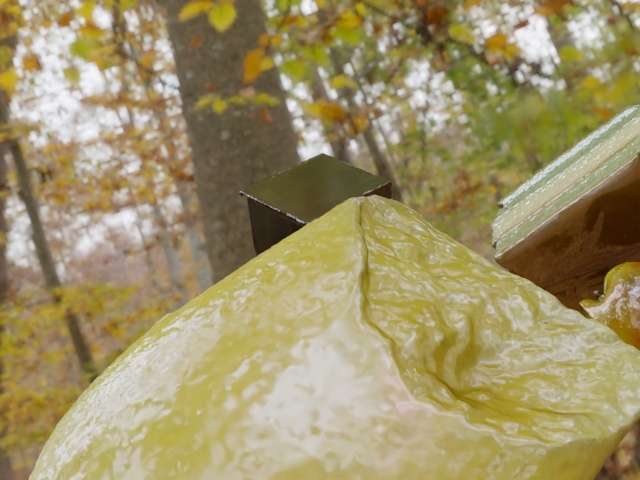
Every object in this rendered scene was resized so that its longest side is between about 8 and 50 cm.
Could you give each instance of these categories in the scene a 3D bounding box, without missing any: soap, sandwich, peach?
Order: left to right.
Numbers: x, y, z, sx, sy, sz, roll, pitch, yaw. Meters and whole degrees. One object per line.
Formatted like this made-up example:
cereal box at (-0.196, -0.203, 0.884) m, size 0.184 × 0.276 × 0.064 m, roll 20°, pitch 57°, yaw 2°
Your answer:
soap at (0.011, 0.126, 0.768) m, size 0.427 × 0.306 × 0.115 m, roll -40°, pitch -28°, yaw -30°
sandwich at (0.289, -0.026, 1.303) m, size 0.198 × 0.227 × 0.155 m, roll -5°, pitch 28°, yaw 10°
peach at (0.318, 0.091, 1.102) m, size 0.118 × 0.151 × 0.151 m, roll 0°, pitch 4°, yaw 39°

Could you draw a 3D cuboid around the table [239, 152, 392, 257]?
table at (0.000, 0.000, 1.803) m, size 0.169 × 0.193 × 0.172 m, roll -27°, pitch 35°, yaw -30°
